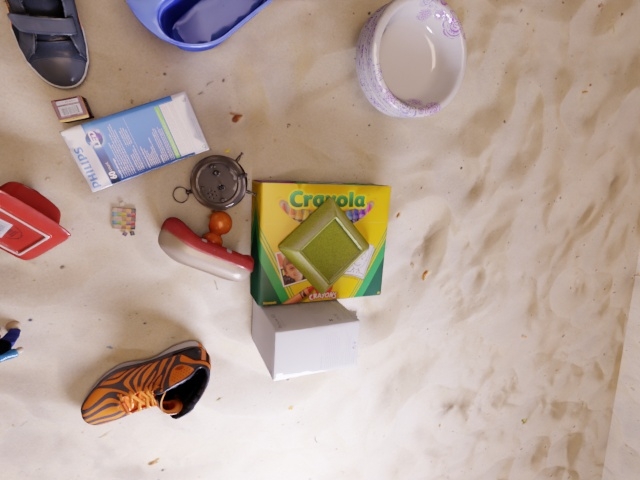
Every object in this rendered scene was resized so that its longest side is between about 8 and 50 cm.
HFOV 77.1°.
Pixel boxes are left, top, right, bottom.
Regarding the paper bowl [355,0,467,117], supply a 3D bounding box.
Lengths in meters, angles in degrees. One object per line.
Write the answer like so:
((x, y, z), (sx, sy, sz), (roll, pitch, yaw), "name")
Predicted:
((0.221, -0.463, 1.036), (0.284, 0.148, 0.284), (-6, 106, -21), "paper bowl")

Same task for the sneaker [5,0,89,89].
((-0.517, -0.448, 0.734), (0.126, 0.127, 0.321), (-13, 110, -21), "sneaker")

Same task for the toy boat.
((-0.261, -0.001, 0.962), (0.231, 0.151, 0.151), (25, 76, -27), "toy boat")

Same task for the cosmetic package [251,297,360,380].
((-0.049, 0.236, 1.062), (0.224, 0.224, 0.138), (-4, 106, -23), "cosmetic package")

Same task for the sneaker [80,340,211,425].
((-0.416, 0.366, 0.961), (0.321, 0.180, 0.125), (-29, 113, -14), "sneaker")

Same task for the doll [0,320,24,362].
((-0.671, 0.227, 0.808), (0.129, 0.189, 0.046), (-10, 108, -21), "doll")

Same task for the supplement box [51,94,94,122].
((-0.498, -0.264, 0.812), (0.055, 0.083, 0.043), (-20, 110, -18), "supplement box")

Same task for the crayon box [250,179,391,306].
((0.000, 0.000, 1.086), (0.362, 0.106, 0.313), (-2, 105, -23), "crayon box")

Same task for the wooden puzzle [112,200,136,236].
((-0.455, -0.050, 0.931), (0.049, 0.006, 0.083), (3, 103, -24), "wooden puzzle")

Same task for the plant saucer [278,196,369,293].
((0.022, 0.021, 1.017), (0.188, 0.045, 0.188), (-44, 115, -8), "plant saucer")

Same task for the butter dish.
((-0.603, -0.057, 0.809), (0.160, 0.118, 0.160), (-23, 136, 21), "butter dish")

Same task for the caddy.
((-0.225, -0.537, 0.791), (0.341, 0.179, 0.241), (-41, 114, -3), "caddy")

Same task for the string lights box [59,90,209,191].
((-0.394, -0.217, 0.874), (0.259, 0.076, 0.133), (-25, 112, -16), "string lights box")

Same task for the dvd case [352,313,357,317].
((0.058, 0.279, 1.238), (0.087, 0.013, 0.120), (16, 96, -26), "dvd case")

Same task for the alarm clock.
((-0.259, -0.130, 0.953), (0.192, 0.064, 0.129), (-18, 100, 1), "alarm clock")
